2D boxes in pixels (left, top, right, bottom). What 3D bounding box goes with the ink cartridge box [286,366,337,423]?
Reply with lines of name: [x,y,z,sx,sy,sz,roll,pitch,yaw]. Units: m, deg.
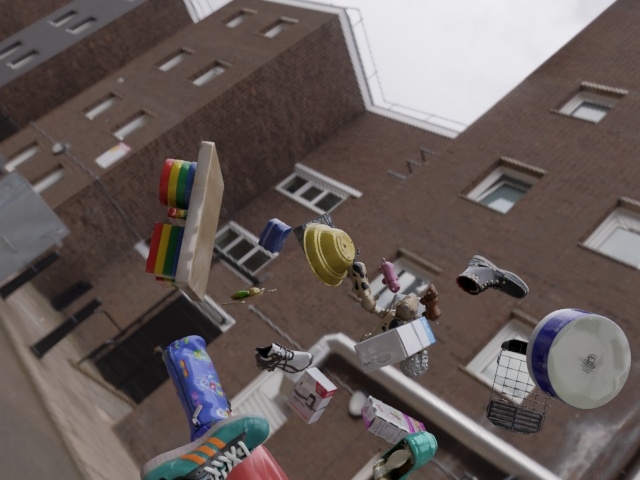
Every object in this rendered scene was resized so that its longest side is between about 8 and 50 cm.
ink cartridge box: [-0.031,0.521,2.051,0.109,0.151,0.063,38,20,27]

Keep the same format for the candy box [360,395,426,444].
candy box: [0.265,0.658,2.161,0.233,0.071,0.159,30,7,-8]

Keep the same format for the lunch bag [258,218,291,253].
lunch bag: [-0.138,-0.012,1.780,0.065,0.098,0.067,33,17,14]

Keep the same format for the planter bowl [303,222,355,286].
planter bowl: [0.047,0.031,1.949,0.090,0.217,0.217,-24,-70,30]

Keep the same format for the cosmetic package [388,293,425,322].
cosmetic package: [0.327,0.321,2.425,0.127,0.107,0.238,9,-36,-4]

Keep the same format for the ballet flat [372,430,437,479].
ballet flat: [0.168,0.512,1.404,0.247,0.087,0.083,-56,-135,37]

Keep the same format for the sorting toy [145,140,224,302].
sorting toy: [-0.255,-0.029,1.159,0.089,0.256,0.257,8,-13,-3]

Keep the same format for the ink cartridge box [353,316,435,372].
ink cartridge box: [0.198,0.272,1.610,0.139,0.190,0.082,-27,-102,29]

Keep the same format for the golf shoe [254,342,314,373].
golf shoe: [-0.123,0.380,1.994,0.198,0.077,0.094,-6,-49,12]

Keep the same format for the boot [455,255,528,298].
boot: [0.608,0.161,2.185,0.236,0.178,0.085,34,-53,20]

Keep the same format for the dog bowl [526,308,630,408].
dog bowl: [0.717,0.327,1.704,0.265,0.265,0.104,53,-9,-10]

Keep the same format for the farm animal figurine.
farm animal figurine: [0.209,0.224,1.859,0.330,0.327,0.172,19,-6,-2]

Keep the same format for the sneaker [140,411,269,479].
sneaker: [-0.238,0.489,1.326,0.121,0.302,0.108,49,-17,55]

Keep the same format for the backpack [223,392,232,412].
backpack: [-0.437,0.608,2.315,0.173,0.158,0.117,37,-24,56]

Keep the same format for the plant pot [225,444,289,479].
plant pot: [-0.212,0.778,1.878,0.275,0.274,0.243,63,-6,-34]

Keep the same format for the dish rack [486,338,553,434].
dish rack: [0.617,0.446,1.849,0.208,0.272,0.074,16,-6,-6]

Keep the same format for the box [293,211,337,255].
box: [0.000,0.000,2.451,0.077,0.147,0.180,-27,-89,58]

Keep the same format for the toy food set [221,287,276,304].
toy food set: [-0.271,0.197,2.292,0.132,0.192,0.039,-10,-86,38]

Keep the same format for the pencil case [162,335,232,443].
pencil case: [-0.318,0.388,1.585,0.133,0.119,0.306,45,10,-51]
